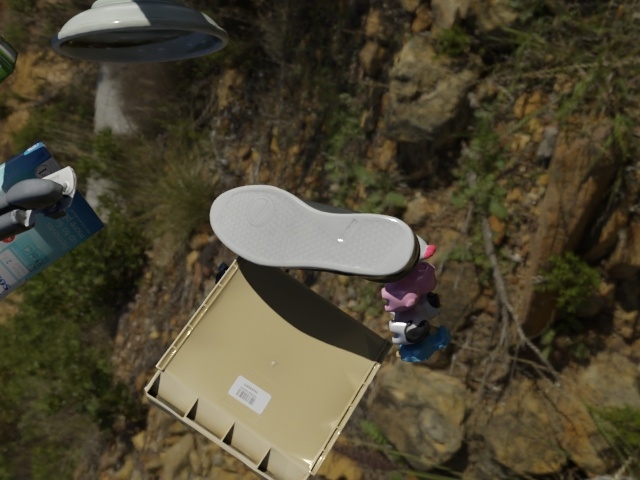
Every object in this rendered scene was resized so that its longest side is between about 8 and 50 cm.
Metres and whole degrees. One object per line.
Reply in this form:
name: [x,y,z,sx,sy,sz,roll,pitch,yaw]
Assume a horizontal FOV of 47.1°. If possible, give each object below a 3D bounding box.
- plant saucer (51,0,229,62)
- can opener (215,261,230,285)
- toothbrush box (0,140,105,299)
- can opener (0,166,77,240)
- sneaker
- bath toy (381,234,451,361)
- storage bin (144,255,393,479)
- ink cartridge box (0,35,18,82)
plant saucer: [-0.415,-0.494,1.698,0.400,0.400,0.101,-133,38,-84]
can opener: [-0.145,0.042,1.480,0.186,0.073,0.059,-45,17,18]
toothbrush box: [-0.676,-0.044,1.638,0.126,0.295,0.216,38,160,51]
can opener: [-0.502,-0.054,1.183,0.093,0.280,0.074,28,-131,-51]
sneaker: [0.000,0.000,0.988,0.147,0.295,0.105,25,-103,-67]
bath toy: [0.204,0.109,1.593,0.151,0.129,0.348,-81,-21,-47]
storage bin: [-0.075,0.189,1.063,0.260,0.262,0.123,-55,-1,-23]
ink cartridge box: [-0.672,-0.331,1.387,0.189,0.097,0.255,-39,32,5]
